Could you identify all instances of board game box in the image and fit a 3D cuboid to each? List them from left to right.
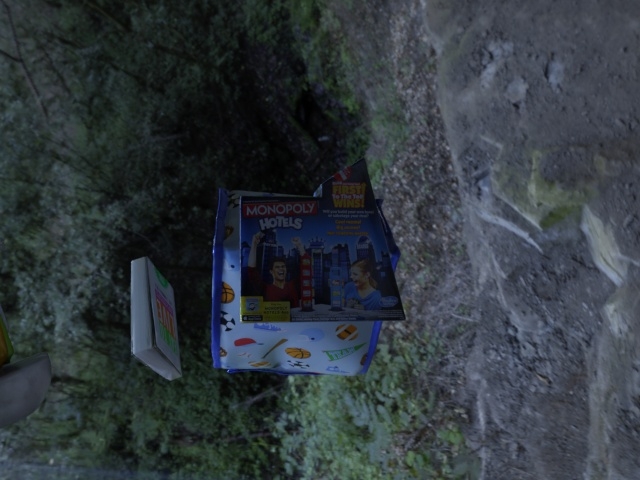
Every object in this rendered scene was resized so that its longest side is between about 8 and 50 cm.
[{"bbox_3d":[0.000,0.000,0.752,0.194,0.060,0.194,1,83,-10],"label":"board game box"}]

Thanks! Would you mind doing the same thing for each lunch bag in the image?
[{"bbox_3d":[-0.049,0.107,1.219,0.327,0.386,0.239,3,35,-5],"label":"lunch bag"}]

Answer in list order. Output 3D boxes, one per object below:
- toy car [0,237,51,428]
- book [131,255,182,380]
[{"bbox_3d":[-0.283,0.066,0.454,0.182,0.136,0.159,-16,95,65],"label":"toy car"},{"bbox_3d":[-0.223,0.107,0.859,0.035,0.096,0.144,-19,54,3],"label":"book"}]
